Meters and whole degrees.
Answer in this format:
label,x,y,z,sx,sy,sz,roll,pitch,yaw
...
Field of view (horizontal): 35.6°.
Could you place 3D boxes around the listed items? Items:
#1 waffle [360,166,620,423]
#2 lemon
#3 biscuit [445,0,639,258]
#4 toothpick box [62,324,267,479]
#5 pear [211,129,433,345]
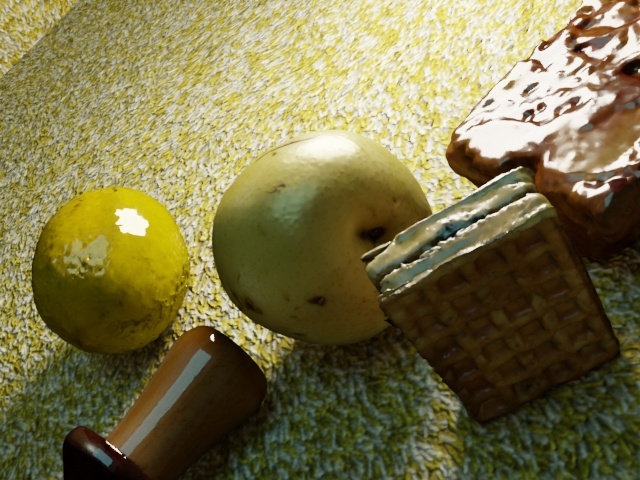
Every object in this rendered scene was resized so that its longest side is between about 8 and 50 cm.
label,x,y,z,sx,sy,sz,roll,pitch,yaw
waffle,0.201,0.076,1.132,0.212,0.308,0.091,-29,44,10
lemon,-0.342,0.042,1.641,0.257,0.258,0.310,-21,46,20
biscuit,0.407,-0.170,1.342,0.395,0.166,0.342,-45,39,-8
toothpick box,-0.214,0.265,1.368,0.192,0.192,0.294,17,56,47
pear,0.000,0.000,1.385,0.309,0.309,0.309,-22,40,19
